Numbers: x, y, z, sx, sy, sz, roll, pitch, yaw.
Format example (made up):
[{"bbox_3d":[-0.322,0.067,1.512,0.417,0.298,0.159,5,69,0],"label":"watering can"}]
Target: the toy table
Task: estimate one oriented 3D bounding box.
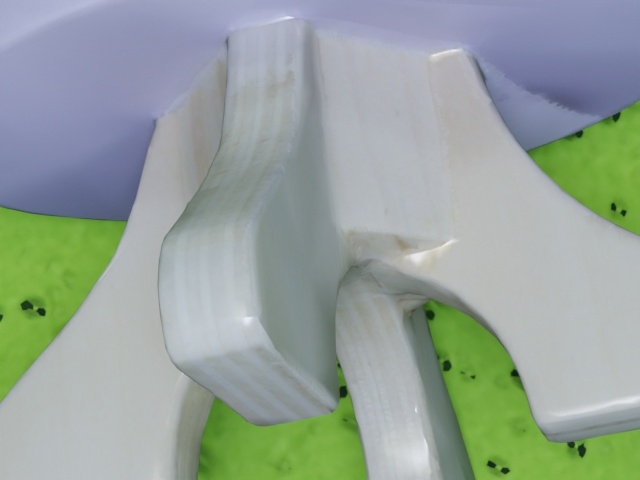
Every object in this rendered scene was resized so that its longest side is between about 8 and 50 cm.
[{"bbox_3d":[0.000,0.000,0.547,0.274,0.252,0.160,-17,64,24],"label":"toy table"}]
